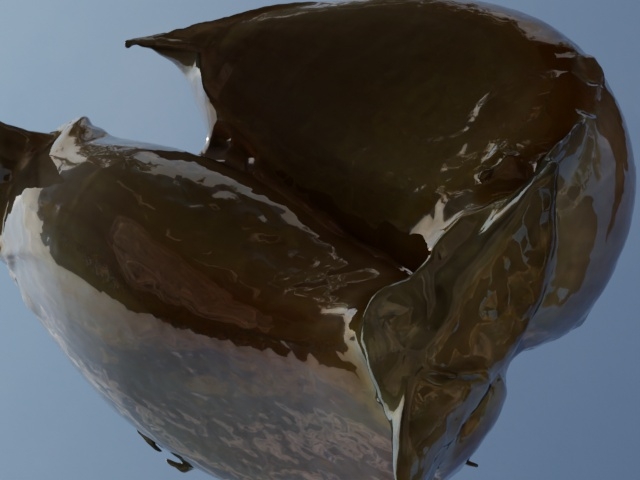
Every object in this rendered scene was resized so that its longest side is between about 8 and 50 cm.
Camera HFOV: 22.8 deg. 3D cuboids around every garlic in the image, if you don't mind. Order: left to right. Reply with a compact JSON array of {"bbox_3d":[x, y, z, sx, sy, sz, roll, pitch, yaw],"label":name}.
[{"bbox_3d":[0.000,0.000,0.809,0.313,0.249,0.286,20,-85,43],"label":"garlic"}]
